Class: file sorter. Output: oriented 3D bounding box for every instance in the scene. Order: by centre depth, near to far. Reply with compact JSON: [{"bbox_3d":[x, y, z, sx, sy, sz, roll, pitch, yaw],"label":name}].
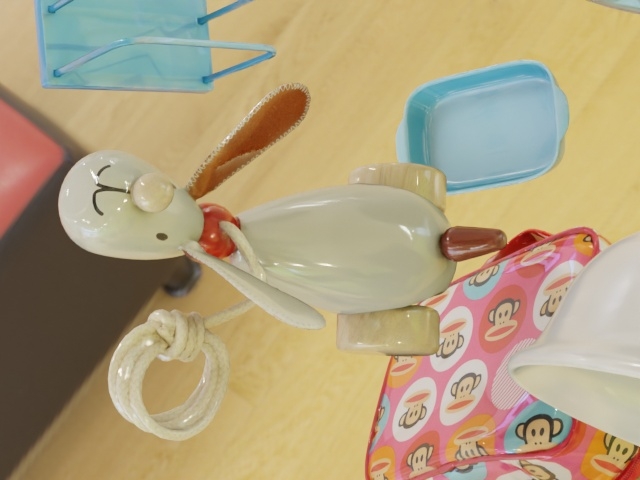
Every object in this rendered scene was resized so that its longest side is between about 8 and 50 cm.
[{"bbox_3d":[-0.100,-0.183,0.690,0.104,0.118,0.170,-8,86,53],"label":"file sorter"}]

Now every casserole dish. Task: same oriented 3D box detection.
[{"bbox_3d":[0.155,-0.102,1.074,0.188,0.037,0.114,-8,81,39],"label":"casserole dish"}]

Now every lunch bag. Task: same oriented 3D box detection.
[{"bbox_3d":[0.170,0.111,1.028,0.293,0.120,0.258,-29,40,53],"label":"lunch bag"}]

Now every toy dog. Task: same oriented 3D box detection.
[{"bbox_3d":[0.000,0.000,0.824,0.161,0.334,0.220,-17,89,50],"label":"toy dog"}]

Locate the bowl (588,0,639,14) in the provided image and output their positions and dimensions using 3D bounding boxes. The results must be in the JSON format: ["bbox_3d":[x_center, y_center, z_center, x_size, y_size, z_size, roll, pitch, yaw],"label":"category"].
[{"bbox_3d":[0.232,-0.264,0.781,0.312,0.311,0.163,15,80,30],"label":"bowl"}]

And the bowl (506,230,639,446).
[{"bbox_3d":[0.263,0.059,0.630,0.298,0.298,0.134,14,77,30],"label":"bowl"}]
